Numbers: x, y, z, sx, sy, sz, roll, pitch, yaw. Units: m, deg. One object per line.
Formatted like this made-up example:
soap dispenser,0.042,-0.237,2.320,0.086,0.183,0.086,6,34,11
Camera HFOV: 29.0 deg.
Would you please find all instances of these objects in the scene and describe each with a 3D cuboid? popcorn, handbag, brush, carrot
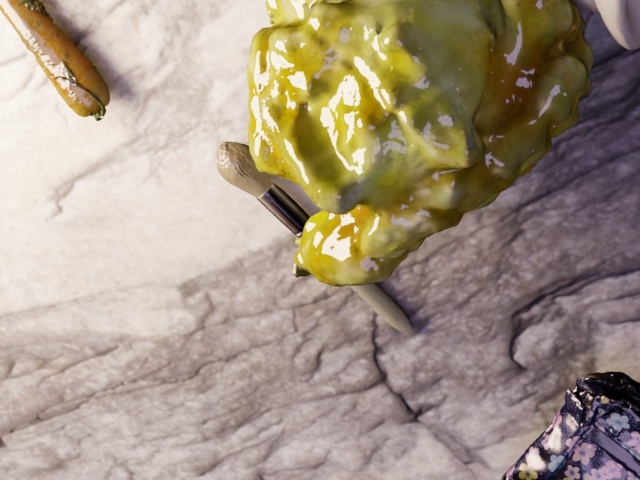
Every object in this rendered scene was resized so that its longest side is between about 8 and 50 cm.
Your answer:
popcorn,0.069,-0.134,1.083,0.335,0.274,0.279,-25,110,22
handbag,0.325,0.253,1.338,0.229,0.127,0.208,32,113,-8
brush,0.000,0.000,1.311,0.039,0.042,0.299,-39,110,25
carrot,-0.295,-0.224,1.232,0.049,0.049,0.254,-32,105,24

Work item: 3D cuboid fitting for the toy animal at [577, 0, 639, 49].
toy animal,0.309,-0.224,0.977,0.357,0.194,0.258,24,126,-34
